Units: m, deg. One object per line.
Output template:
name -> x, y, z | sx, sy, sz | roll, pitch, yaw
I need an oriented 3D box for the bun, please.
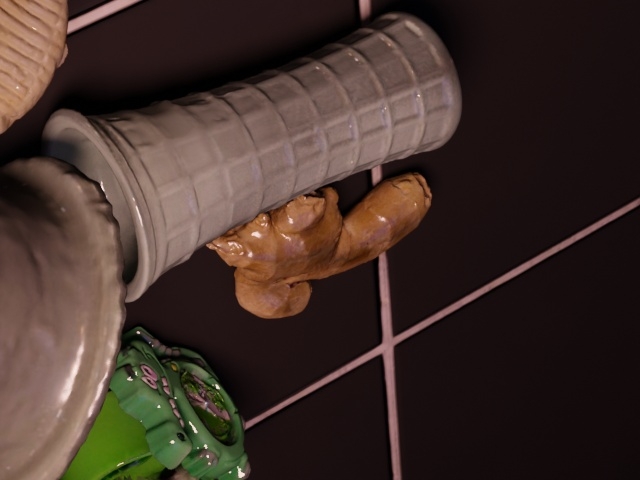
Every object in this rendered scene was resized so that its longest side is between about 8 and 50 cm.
bun -> -0.242, -0.142, 1.098 | 0.167, 0.113, 0.173 | -30, 117, -26

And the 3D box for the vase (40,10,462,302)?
vase -> -0.042, -0.075, 1.337 | 0.299, 0.143, 0.143 | -24, 138, -30

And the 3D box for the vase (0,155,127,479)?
vase -> -0.301, 0.032, 1.128 | 0.291, 0.245, 0.245 | 17, 112, -43

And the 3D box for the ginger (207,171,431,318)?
ginger -> 0.005, -0.009, 1.494 | 0.214, 0.059, 0.133 | -29, 144, -17

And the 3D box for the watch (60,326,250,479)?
watch -> -0.154, 0.162, 1.475 | 0.152, 0.131, 0.165 | -37, 150, 19
